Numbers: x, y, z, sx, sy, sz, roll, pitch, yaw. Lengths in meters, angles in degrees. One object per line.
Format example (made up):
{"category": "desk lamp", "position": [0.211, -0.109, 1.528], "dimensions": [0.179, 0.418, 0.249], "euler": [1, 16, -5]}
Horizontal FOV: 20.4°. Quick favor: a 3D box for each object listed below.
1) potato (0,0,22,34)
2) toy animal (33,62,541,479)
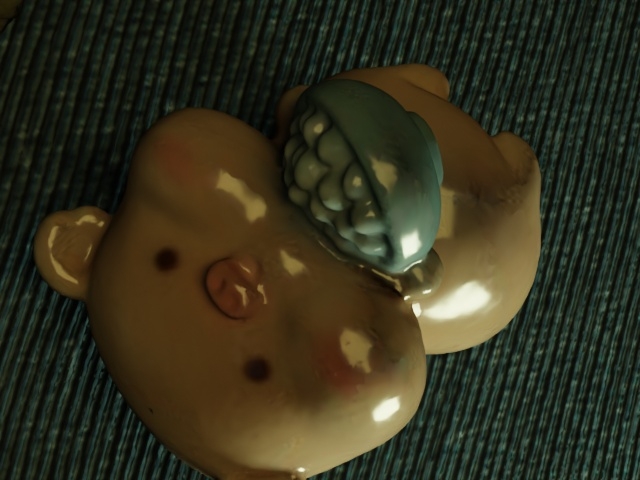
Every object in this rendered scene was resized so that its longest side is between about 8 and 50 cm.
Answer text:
{"category": "potato", "position": [-0.218, -0.130, 0.915], "dimensions": [0.122, 0.086, 0.061], "euler": [-17, 80, -25]}
{"category": "toy animal", "position": [-0.003, 0.009, 0.961], "dimensions": [0.210, 0.229, 0.221], "euler": [47, 21, 13]}
